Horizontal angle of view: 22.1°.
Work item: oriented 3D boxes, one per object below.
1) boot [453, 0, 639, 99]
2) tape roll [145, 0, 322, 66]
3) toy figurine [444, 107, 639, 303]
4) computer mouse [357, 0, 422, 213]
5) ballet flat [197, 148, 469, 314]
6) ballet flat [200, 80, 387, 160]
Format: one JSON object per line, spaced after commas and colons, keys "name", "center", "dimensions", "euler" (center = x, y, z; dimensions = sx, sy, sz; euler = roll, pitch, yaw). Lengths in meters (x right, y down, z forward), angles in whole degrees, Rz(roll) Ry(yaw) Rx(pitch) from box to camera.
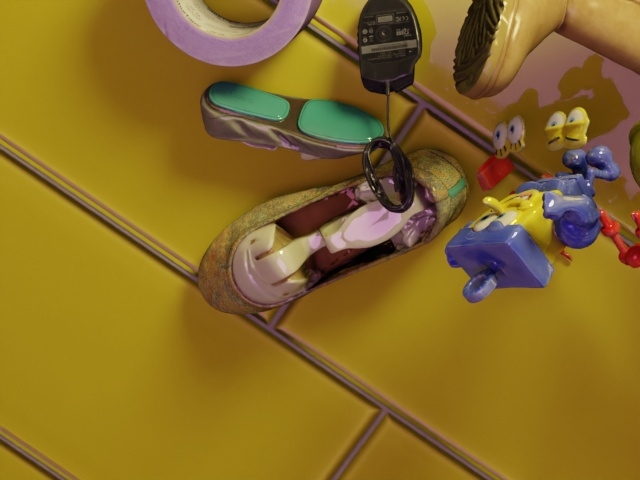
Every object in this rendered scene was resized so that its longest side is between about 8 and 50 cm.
{"name": "boot", "center": [0.278, -0.193, 1.591], "dimensions": [0.269, 0.236, 0.089], "euler": [24, 155, -15]}
{"name": "tape roll", "center": [-0.092, -0.286, 1.751], "dimensions": [0.189, 0.080, 0.189], "euler": [4, 110, 11]}
{"name": "toy figurine", "center": [0.240, 0.006, 1.609], "dimensions": [0.362, 0.217, 0.191], "euler": [-1, 126, 59]}
{"name": "computer mouse", "center": [0.077, -0.147, 1.741], "dimensions": [0.071, 0.041, 0.242], "euler": [-3, 82, 15]}
{"name": "ballet flat", "center": [0.000, 0.000, 1.810], "dimensions": [0.348, 0.123, 0.123], "euler": [-24, 102, 19]}
{"name": "ballet flat", "center": [-0.030, -0.124, 1.810], "dimensions": [0.213, 0.072, 0.068], "euler": [15, 138, 8]}
